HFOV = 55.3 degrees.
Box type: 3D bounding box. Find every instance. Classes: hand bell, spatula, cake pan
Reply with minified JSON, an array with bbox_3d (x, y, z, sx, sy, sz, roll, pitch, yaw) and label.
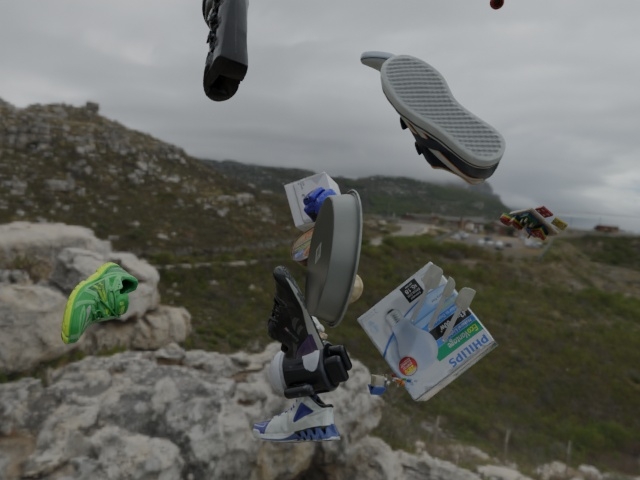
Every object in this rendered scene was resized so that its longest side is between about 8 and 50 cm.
[{"bbox_3d":[0.065,0.155,2.278,0.126,0.126,0.242,7,-12,22],"label":"hand bell"},{"bbox_3d":[0.377,0.203,1.934,0.168,0.242,0.019,31,39,19],"label":"spatula"},{"bbox_3d":[0.021,0.034,1.278,0.054,0.293,0.293,10,4,-10],"label":"cake pan"}]

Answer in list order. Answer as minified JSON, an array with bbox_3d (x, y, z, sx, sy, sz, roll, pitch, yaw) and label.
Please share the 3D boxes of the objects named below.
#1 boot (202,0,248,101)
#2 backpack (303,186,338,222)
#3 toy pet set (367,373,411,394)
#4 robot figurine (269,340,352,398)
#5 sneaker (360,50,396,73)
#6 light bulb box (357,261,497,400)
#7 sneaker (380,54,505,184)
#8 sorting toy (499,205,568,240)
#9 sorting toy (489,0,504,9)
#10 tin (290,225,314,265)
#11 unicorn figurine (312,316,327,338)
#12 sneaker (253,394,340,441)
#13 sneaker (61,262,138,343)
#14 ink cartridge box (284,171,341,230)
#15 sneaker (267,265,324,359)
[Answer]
[{"bbox_3d":[-0.300,-0.629,1.930,0.146,0.445,0.367,1,-23,-14],"label":"boot"},{"bbox_3d":[0.005,-0.125,2.055,0.098,0.101,0.120,-51,20,-28],"label":"backpack"},{"bbox_3d":[0.229,0.495,2.077,0.114,0.065,0.122,7,-6,-20],"label":"toy pet set"},{"bbox_3d":[-0.037,0.437,2.060,0.278,0.174,0.209,-15,-17,21],"label":"robot figurine"},{"bbox_3d":[0.256,-0.578,2.107,0.258,0.091,0.094,16,-7,-4],"label":"sneaker"},{"bbox_3d":[0.394,0.339,2.239,0.361,0.358,0.225,53,8,22],"label":"light bulb box"},{"bbox_3d":[0.232,-0.237,1.245,0.126,0.321,0.127,-32,-23,-14],"label":"sneaker"},{"bbox_3d":[0.724,-0.048,2.088,0.132,0.046,0.274,40,-13,-9],"label":"sorting toy"},{"bbox_3d":[0.584,-0.819,2.021,0.061,0.102,0.042,6,34,-3],"label":"sorting toy"},{"bbox_3d":[0.000,0.000,1.691,0.189,0.106,0.040,-31,-47,22],"label":"tin"},{"bbox_3d":[-0.030,0.227,1.783,0.060,0.162,0.111,-33,-20,25],"label":"unicorn figurine"},{"bbox_3d":[-0.075,0.621,2.168,0.315,0.182,0.127,-10,-24,23],"label":"sneaker"},{"bbox_3d":[-0.559,0.156,1.562,0.123,0.109,0.295,21,32,1],"label":"sneaker"},{"bbox_3d":[-0.010,-0.133,2.302,0.168,0.171,0.232,-19,-11,11],"label":"ink cartridge box"},{"bbox_3d":[-0.088,0.202,1.584,0.124,0.283,0.107,-25,31,-6],"label":"sneaker"}]
